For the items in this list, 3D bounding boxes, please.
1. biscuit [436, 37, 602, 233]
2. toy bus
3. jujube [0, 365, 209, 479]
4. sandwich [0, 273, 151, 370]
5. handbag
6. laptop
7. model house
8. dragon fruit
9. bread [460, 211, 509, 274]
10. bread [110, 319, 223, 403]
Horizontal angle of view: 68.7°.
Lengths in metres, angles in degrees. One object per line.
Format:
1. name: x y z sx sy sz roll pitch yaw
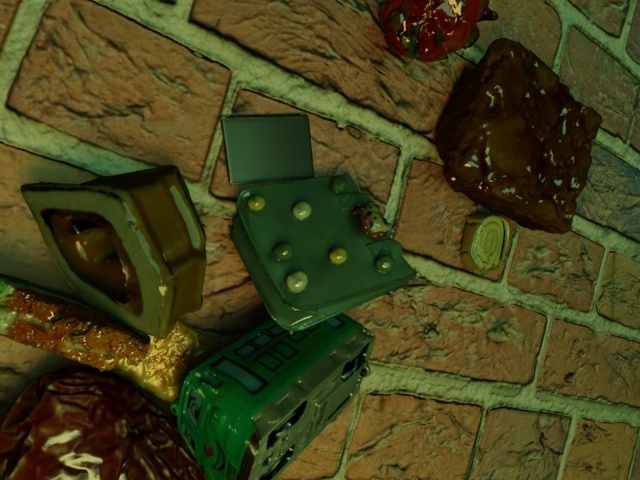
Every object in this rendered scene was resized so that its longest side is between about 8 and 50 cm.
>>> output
1. biscuit: 0.469 -0.229 1.114 0.395 0.166 0.342 26 82 -27
2. toy bus: -0.073 0.243 0.785 0.344 0.200 0.183 -26 138 -51
3. jujube: -0.313 0.335 0.726 0.342 0.216 0.216 43 74 -33
4. sandwich: -0.332 0.135 0.649 0.079 0.159 0.235 -63 154 -13
5. handbag: -0.001 -0.002 0.839 0.274 0.100 0.268 -16 58 -24
6. laptop: -0.097 -0.178 0.900 0.180 0.016 0.129 -9 98 -27
7. model house: -0.270 -0.005 0.743 0.267 0.174 0.239 70 23 -11
8. dragon fruit: 0.239 -0.469 0.961 0.274 0.192 0.193 -41 103 -32
9. bread: 0.403 0.008 1.156 0.118 0.064 0.156 17 87 -24
10. bread: -0.265 0.201 0.809 0.188 0.068 0.125 41 75 -25
